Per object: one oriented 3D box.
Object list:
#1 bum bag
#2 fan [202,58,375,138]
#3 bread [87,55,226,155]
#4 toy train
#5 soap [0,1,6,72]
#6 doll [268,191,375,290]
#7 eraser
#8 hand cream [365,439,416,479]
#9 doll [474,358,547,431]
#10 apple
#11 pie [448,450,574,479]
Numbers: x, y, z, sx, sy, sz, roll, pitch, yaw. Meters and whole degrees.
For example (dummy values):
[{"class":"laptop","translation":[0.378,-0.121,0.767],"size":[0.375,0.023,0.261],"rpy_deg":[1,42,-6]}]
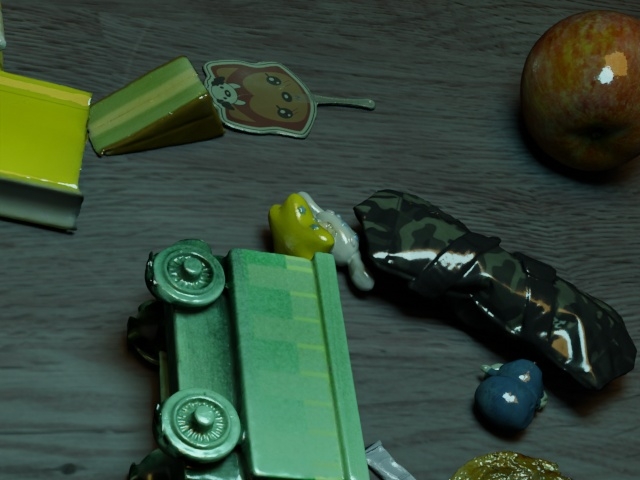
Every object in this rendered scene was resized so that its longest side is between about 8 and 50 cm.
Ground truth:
[{"class":"bum bag","translation":[0.182,0.049,1.373],"size":[0.340,0.095,0.144],"rpy_deg":[31,28,3]},{"class":"fan","translation":[-0.033,-0.169,1.541],"size":[0.220,0.009,0.132],"rpy_deg":[2,49,-23]},{"class":"bread","translation":[-0.186,-0.129,1.431],"size":[0.139,0.084,0.074],"rpy_deg":[-31,63,-8]},{"class":"toy train","translation":[-0.068,0.129,1.160],"size":[0.202,0.120,0.301],"rpy_deg":[9,46,-20]},{"class":"soap","translation":[-0.421,-0.278,1.402],"size":[0.140,0.073,0.232],"rpy_deg":[-6,58,-16]},{"class":"doll","translation":[0.004,0.006,1.363],"size":[0.135,0.071,0.113],"rpy_deg":[41,27,7]},{"class":"eraser","translation":[-0.342,-0.105,1.295],"size":[0.226,0.069,0.158],"rpy_deg":[12,47,-14]},{"class":"hand cream","translation":[0.075,0.226,1.212],"size":[0.030,0.019,0.093],"rpy_deg":[-27,57,-38]},{"class":"doll","translation":[0.189,0.153,1.308],"size":[0.076,0.050,0.083],"rpy_deg":[32,45,13]},{"class":"apple","translation":[0.338,-0.181,1.595],"size":[0.188,0.188,0.174],"rpy_deg":[18,49,-8]},{"class":"pie","translation":[0.182,0.242,1.231],"size":[0.170,0.034,0.092],"rpy_deg":[-1,51,-18]}]
